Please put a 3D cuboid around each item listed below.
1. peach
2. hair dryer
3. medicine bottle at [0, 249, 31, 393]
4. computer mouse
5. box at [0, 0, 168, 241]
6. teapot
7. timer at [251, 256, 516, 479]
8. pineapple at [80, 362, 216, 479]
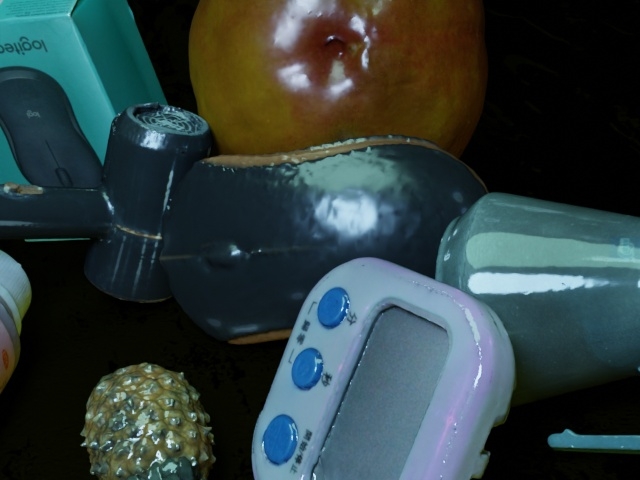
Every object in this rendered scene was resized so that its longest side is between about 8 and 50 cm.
[{"bbox_3d":[0.022,-0.190,1.142,0.343,0.342,0.301,-17,6,-6],"label":"peach"},{"bbox_3d":[-0.277,-0.042,1.028,0.352,0.189,0.107,0,27,-34],"label":"hair dryer"},{"bbox_3d":[-0.356,0.106,0.992,0.147,0.147,0.247,-6,30,12],"label":"medicine bottle"},{"bbox_3d":[-0.001,0.000,0.990,0.323,0.183,0.116,-7,2,14],"label":"computer mouse"},{"bbox_3d":[-0.288,-0.145,1.216,0.205,0.311,0.118,0,42,20],"label":"box"},{"bbox_3d":[0.214,0.057,0.814,0.225,0.171,0.203,-4,70,29],"label":"teapot"},{"bbox_3d":[0.042,0.124,0.778,0.191,0.069,0.208,23,90,47],"label":"timer"},{"bbox_3d":[-0.124,0.183,0.820,0.108,0.108,0.197,-18,37,-7],"label":"pineapple"}]
